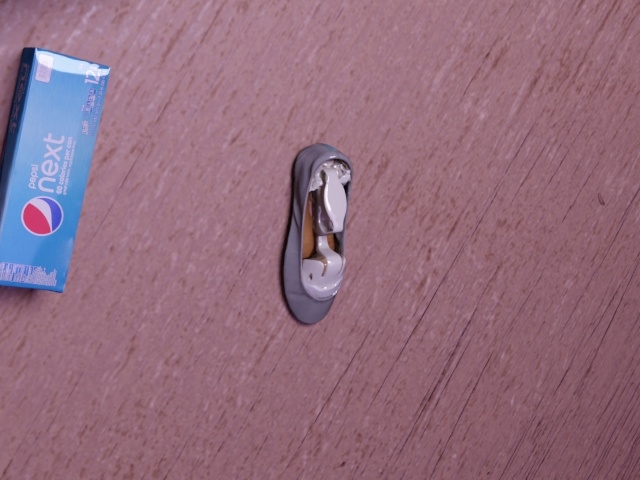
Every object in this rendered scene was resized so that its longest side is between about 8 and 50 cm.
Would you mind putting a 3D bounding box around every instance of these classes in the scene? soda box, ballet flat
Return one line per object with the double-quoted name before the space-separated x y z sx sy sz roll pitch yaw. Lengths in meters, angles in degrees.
"soda box" -0.252 -0.064 0.725 0.067 0.071 0.210 11 97 -31
"ballet flat" 0.000 0.000 0.890 0.072 0.068 0.213 -6 106 -29
